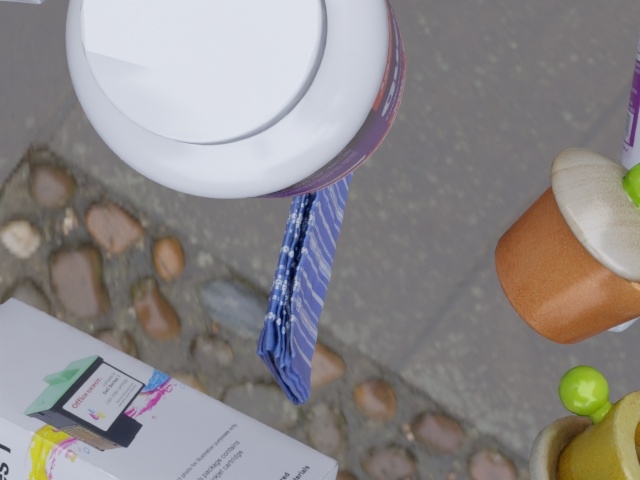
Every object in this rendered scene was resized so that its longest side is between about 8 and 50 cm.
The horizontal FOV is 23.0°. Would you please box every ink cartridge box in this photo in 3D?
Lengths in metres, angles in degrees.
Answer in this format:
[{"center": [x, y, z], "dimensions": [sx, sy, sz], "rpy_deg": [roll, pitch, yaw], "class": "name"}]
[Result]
[{"center": [-0.146, 0.194, 1.095], "dimensions": [0.278, 0.117, 0.201], "rpy_deg": [24, 126, 19], "class": "ink cartridge box"}]

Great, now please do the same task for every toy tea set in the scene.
[{"center": [0.203, 0.100, 0.651], "dimensions": [0.336, 0.200, 0.124], "rpy_deg": [46, 125, -7], "class": "toy tea set"}]

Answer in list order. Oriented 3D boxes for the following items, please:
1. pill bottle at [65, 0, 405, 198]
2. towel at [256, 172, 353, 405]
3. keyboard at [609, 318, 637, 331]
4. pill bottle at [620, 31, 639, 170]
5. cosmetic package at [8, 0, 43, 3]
[{"center": [-0.044, -0.115, 0.949], "dimensions": [0.182, 0.323, 0.181], "rpy_deg": [0, 92, 5], "class": "pill bottle"}, {"center": [0.000, 0.000, 1.717], "dimensions": [0.040, 0.243, 0.336], "rpy_deg": [10, 74, 9], "class": "towel"}, {"center": [0.213, -0.019, 0.852], "dimensions": [0.256, 0.072, 0.014], "rpy_deg": [-34, 108, -32], "class": "keyboard"}, {"center": [0.430, -0.209, 1.710], "dimensions": [0.169, 0.169, 0.301], "rpy_deg": [2, 108, -12], "class": "pill bottle"}, {"center": [-0.334, -0.359, 1.557], "dimensions": [0.127, 0.107, 0.238], "rpy_deg": [7, 129, 27], "class": "cosmetic package"}]
